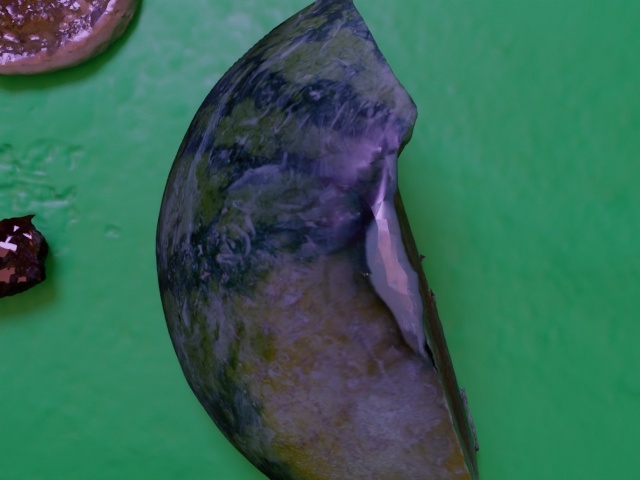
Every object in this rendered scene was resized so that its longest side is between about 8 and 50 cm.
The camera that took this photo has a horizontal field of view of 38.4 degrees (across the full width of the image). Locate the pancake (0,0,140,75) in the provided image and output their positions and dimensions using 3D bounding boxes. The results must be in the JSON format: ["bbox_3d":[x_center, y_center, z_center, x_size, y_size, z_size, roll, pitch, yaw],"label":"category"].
[{"bbox_3d":[-0.188,-0.171,0.580,0.152,0.025,0.151,0,90,-1],"label":"pancake"}]

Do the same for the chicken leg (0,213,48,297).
[{"bbox_3d":[-0.319,0.078,0.562,0.177,0.083,0.322,36,92,-8],"label":"chicken leg"}]

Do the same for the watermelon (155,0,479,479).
[{"bbox_3d":[0.000,0.000,0.529,0.180,0.224,0.305,-10,86,-44],"label":"watermelon"}]
